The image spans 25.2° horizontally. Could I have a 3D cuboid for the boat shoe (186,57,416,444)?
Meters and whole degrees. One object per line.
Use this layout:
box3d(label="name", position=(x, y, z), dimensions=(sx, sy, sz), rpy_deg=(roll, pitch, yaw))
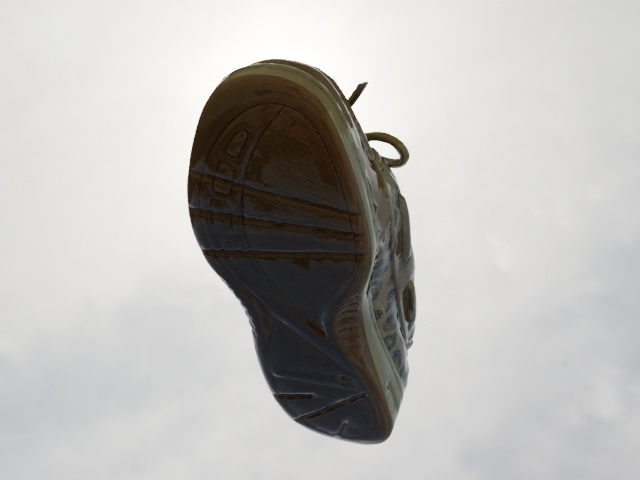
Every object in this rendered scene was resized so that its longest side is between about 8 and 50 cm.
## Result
box3d(label="boat shoe", position=(0.000, 0.000, 0.793), dimensions=(0.104, 0.285, 0.089), rpy_deg=(13, -128, 19))
